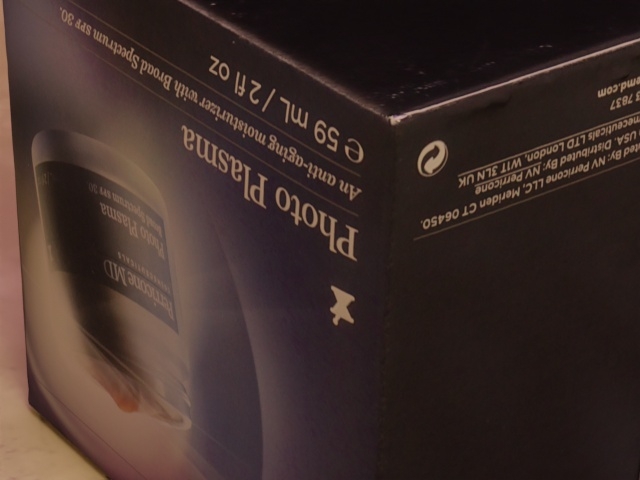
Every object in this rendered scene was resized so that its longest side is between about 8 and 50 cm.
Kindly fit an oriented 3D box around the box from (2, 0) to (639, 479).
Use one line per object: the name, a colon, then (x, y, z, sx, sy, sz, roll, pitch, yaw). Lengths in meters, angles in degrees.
box: (0.000, 0.000, 0.887, 0.183, 0.294, 0.296, -21, 36, -32)
